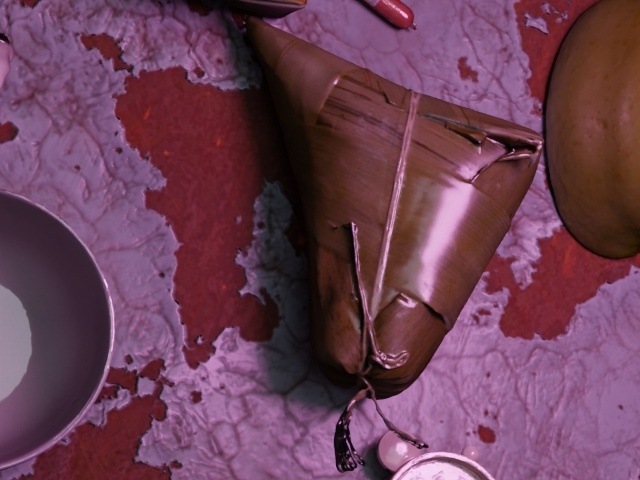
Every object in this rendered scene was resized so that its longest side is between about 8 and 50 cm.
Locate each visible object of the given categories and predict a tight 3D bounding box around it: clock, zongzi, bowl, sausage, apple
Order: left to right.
[{"bbox_3d":[-0.359,0.096,1.335,0.286,0.144,0.287,4,76,-17],"label":"bowl"},{"bbox_3d":[0.000,0.000,1.475,0.418,0.181,0.447,28,73,7],"label":"zongzi"},{"bbox_3d":[0.030,-0.328,1.622,0.223,0.029,0.029,37,69,-6],"label":"sausage"},{"bbox_3d":[0.133,0.314,1.480,0.155,0.063,0.229,-30,82,-23],"label":"clock"},{"bbox_3d":[0.472,-0.131,1.686,0.320,0.311,0.360,5,67,30],"label":"apple"}]

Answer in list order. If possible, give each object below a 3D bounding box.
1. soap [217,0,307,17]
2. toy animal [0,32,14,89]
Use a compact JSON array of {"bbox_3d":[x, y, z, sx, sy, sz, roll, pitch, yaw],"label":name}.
[{"bbox_3d":[-0.096,-0.368,1.516,0.182,0.138,0.200,10,88,-16],"label":"soap"},{"bbox_3d":[-0.439,-0.181,1.355,0.208,0.204,0.156,28,85,-29],"label":"toy animal"}]
